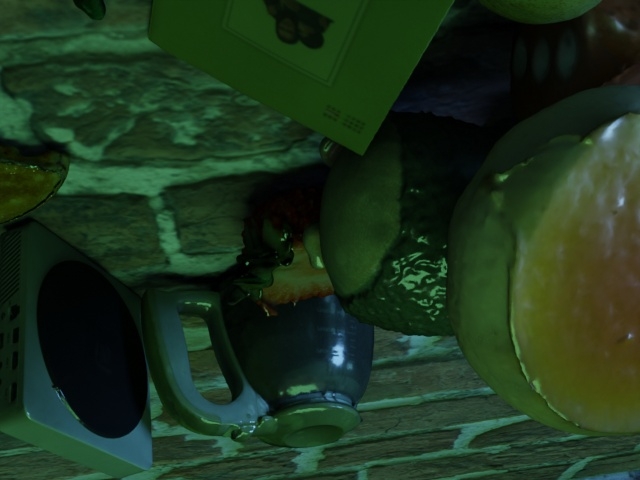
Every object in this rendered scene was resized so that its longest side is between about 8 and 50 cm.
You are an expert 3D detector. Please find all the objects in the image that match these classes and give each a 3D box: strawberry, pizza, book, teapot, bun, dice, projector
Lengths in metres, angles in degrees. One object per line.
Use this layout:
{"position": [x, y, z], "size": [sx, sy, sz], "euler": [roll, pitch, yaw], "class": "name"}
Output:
{"position": [0.000, 0.000, 1.042], "size": [0.286, 0.106, 0.188], "euler": [-6, 149, -33], "class": "strawberry"}
{"position": [-0.384, -0.068, 0.885], "size": [0.184, 0.036, 0.176], "euler": [-31, 141, 32], "class": "pizza"}
{"position": [-0.008, -0.229, 0.642], "size": [0.239, 0.035, 0.352], "euler": [27, 145, -2], "class": "book"}
{"position": [-0.056, 0.155, 1.139], "size": [0.239, 0.240, 0.321], "euler": [-29, 142, 25], "class": "teapot"}
{"position": [0.233, 0.011, 0.715], "size": [0.298, 0.165, 0.299], "euler": [-4, 103, -19], "class": "bun"}
{"position": [0.291, -0.176, 0.785], "size": [0.174, 0.179, 0.174], "euler": [0, 147, -8], "class": "dice"}
{"position": [-0.307, 0.143, 1.028], "size": [0.079, 0.257, 0.259], "euler": [-20, 146, 12], "class": "projector"}

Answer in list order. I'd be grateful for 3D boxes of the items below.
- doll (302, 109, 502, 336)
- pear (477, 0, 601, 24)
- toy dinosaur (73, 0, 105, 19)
{"position": [0.160, -0.012, 0.902], "size": [0.349, 0.247, 0.247], "euler": [7, 144, -18], "class": "doll"}
{"position": [0.176, -0.251, 0.644], "size": [0.136, 0.167, 0.167], "euler": [17, 144, -2], "class": "pear"}
{"position": [-0.181, -0.258, 0.484], "size": [0.087, 0.447, 0.301], "euler": [-42, 118, -14], "class": "toy dinosaur"}
